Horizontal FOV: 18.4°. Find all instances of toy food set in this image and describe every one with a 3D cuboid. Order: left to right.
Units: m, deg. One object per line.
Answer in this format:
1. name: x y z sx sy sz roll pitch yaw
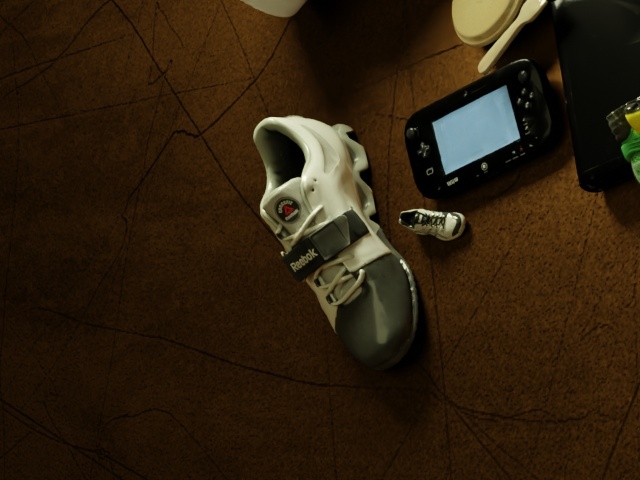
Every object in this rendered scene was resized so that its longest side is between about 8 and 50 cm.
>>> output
1. toy food set: 0.194 -0.270 2.156 0.132 0.038 0.192 -51 37 29

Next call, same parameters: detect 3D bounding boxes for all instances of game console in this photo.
1. game console: 0.230 -0.132 2.090 0.361 0.044 0.213 -26 62 41

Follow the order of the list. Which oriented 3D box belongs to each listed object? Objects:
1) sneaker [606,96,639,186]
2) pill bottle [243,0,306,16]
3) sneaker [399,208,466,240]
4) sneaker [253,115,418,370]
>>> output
1. sneaker: 0.444 -0.115 1.823 0.343 0.134 0.146 -21 97 36
2. pill bottle: 0.004 -0.452 2.291 0.363 0.210 0.210 -51 48 25
3. sneaker: 0.122 -0.019 2.179 0.083 0.037 0.032 0 78 45
4. sneaker: 0.000 0.000 2.227 0.122 0.146 0.331 -42 54 30
